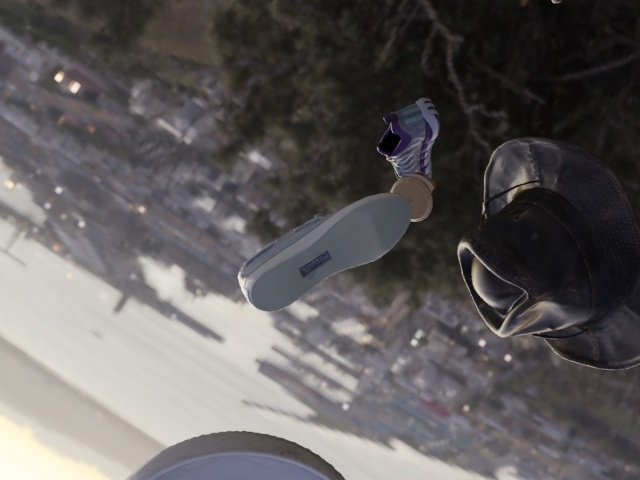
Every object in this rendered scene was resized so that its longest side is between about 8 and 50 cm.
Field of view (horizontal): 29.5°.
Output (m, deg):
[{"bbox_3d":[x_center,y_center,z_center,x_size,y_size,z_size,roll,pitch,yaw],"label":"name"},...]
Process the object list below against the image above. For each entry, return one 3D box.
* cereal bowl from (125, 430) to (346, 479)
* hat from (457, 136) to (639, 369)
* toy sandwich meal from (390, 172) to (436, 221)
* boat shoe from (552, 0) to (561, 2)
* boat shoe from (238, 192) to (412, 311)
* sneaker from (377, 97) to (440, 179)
[{"bbox_3d":[-0.102,0.368,1.421,0.339,0.339,0.141,37,-171,-17],"label":"cereal bowl"},{"bbox_3d":[0.248,0.033,1.445,0.331,0.134,0.331,48,149,41],"label":"hat"},{"bbox_3d":[0.154,-0.073,2.002,0.085,0.029,0.086,13,115,28],"label":"toy sandwich meal"},{"bbox_3d":[0.296,-0.337,1.541,0.190,0.072,0.068,1,164,24],"label":"boat shoe"},{"bbox_3d":[0.000,0.001,1.463,0.081,0.227,0.079,44,161,56],"label":"boat shoe"},{"bbox_3d":[0.133,-0.147,2.033,0.224,0.098,0.083,94,155,-51],"label":"sneaker"}]
